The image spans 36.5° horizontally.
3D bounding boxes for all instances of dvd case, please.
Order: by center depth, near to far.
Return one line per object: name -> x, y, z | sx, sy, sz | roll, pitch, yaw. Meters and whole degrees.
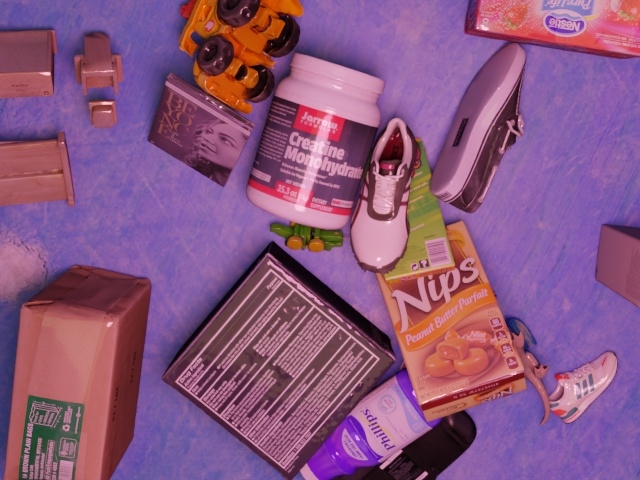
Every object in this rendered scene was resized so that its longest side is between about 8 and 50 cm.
dvd case -> -0.212, -0.187, 1.691 | 0.164, 0.221, 0.018 | 32, 60, -4

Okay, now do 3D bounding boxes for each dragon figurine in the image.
dragon figurine -> 0.351, 0.198, 1.784 | 0.085, 0.144, 0.289 | -36, 111, 12

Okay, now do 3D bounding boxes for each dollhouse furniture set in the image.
dollhouse furniture set -> -0.506, -0.187, 1.772 | 0.303, 0.174, 0.355 | -5, 128, -11

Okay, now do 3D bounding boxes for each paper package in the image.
paper package -> -0.418, 0.238, 1.696 | 0.168, 0.309, 0.324 | 9, 100, 0

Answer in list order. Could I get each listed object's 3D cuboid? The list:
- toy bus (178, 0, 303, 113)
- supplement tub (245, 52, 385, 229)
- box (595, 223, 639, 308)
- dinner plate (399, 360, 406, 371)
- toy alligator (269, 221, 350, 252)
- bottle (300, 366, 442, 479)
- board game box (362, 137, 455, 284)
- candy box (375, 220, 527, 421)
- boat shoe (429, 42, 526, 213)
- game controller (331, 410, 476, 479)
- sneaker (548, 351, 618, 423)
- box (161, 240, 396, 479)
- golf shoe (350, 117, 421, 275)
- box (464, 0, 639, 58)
toy bus -> -0.170, -0.354, 1.674 | 0.211, 0.149, 0.220 | 24, 88, 37
supplement tub -> -0.007, -0.171, 1.687 | 0.191, 0.191, 0.272 | 17, 99, -2
box -> 0.558, 0.045, 1.667 | 0.094, 0.275, 0.113 | 5, 99, 0
dinner plate -> 0.216, 0.264, 1.836 | 0.141, 0.017, 0.141 | 0, 98, 0
toy alligator -> 0.000, 0.000, 1.786 | 0.190, 0.056, 0.051 | 7, 141, -1
bottle -> 0.086, 0.344, 1.753 | 0.283, 0.092, 0.118 | -36, 87, 13
board game box -> 0.149, -0.056, 1.728 | 0.124, 0.039, 0.259 | -12, 68, 3
candy box -> 0.218, 0.136, 1.690 | 0.183, 0.087, 0.316 | -19, 56, 3
boat shoe -> 0.303, -0.195, 1.713 | 0.105, 0.113, 0.306 | 27, 79, -23
game controller -> 0.142, 0.415, 1.838 | 0.319, 0.067, 0.166 | -44, 111, 11
sneaker -> 0.483, 0.263, 1.811 | 0.075, 0.057, 0.161 | 36, 100, -10
box -> -0.072, 0.209, 1.749 | 0.294, 0.183, 0.296 | 40, 96, -6
golf shoe -> 0.105, -0.079, 1.664 | 0.105, 0.120, 0.273 | 6, 69, 10
box -> 0.412, -0.404, 1.666 | 0.300, 0.154, 0.142 | 9, 99, -2
